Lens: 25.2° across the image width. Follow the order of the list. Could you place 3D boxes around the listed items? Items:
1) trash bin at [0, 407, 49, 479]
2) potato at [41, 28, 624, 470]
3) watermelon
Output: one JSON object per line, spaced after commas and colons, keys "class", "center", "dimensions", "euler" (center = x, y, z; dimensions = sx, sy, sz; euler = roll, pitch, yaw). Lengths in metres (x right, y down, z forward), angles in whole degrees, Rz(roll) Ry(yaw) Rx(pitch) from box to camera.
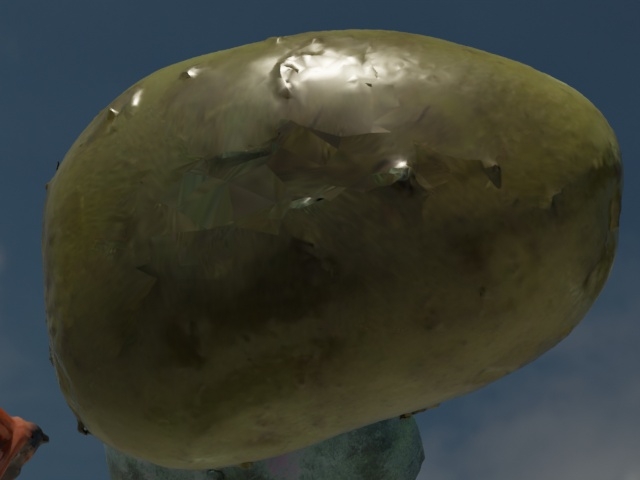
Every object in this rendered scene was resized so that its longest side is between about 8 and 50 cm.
{"class": "trash bin", "center": [-0.140, 0.122, 0.307], "dimensions": [0.184, 0.238, 0.161], "euler": [-37, -52, -2]}
{"class": "potato", "center": [0.000, 0.000, 0.723], "dimensions": [0.308, 0.210, 0.173], "euler": [-12, -19, 10]}
{"class": "watermelon", "center": [-0.077, 0.174, 1.327], "dimensions": [0.322, 0.175, 0.188], "euler": [-9, -57, 11]}
